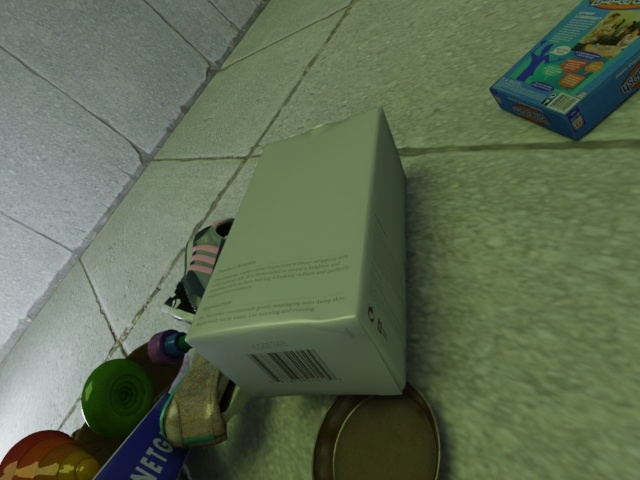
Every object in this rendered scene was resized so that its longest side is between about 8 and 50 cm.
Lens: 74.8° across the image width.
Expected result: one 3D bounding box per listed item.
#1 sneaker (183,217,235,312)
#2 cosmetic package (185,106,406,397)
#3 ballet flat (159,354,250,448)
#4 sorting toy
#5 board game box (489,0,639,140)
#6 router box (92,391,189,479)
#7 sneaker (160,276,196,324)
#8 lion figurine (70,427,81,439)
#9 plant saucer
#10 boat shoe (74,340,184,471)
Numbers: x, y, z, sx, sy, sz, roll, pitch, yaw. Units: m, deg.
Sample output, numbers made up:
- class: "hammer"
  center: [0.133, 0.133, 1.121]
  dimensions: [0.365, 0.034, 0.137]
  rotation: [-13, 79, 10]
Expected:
- class: "sneaker"
  center: [-0.212, 0.052, 0.894]
  dimensions: [0.131, 0.112, 0.319]
  rotation: [-39, 38, 7]
- class: "cosmetic package"
  center: [0.000, 0.000, 0.581]
  dimensions: [0.217, 0.156, 0.385]
  rotation: [-11, 42, 25]
- class: "ballet flat"
  center: [-0.138, 0.187, 0.674]
  dimensions: [0.106, 0.108, 0.316]
  rotation: [-3, 34, 12]
- class: "sorting toy"
  center: [-0.303, 0.257, 0.663]
  dimensions: [0.126, 0.127, 0.365]
  rotation: [-21, 17, 27]
- class: "board game box"
  center: [0.357, -0.244, 0.548]
  dimensions: [0.210, 0.047, 0.160]
  rotation: [-43, 33, 13]
- class: "router box"
  center: [-0.294, 0.392, 0.544]
  dimensions: [0.301, 0.082, 0.335]
  rotation: [-56, 4, -8]
- class: "sneaker"
  center: [-0.281, 0.123, 0.932]
  dimensions: [0.216, 0.079, 0.121]
  rotation: [1, 59, 51]
- class: "lion figurine"
  center: [-0.588, 0.542, 0.832]
  dimensions: [0.392, 0.142, 0.240]
  rotation: [-38, 1, -44]
- class: "plant saucer"
  center: [0.061, 0.233, 0.459]
  dimensions: [0.168, 0.029, 0.169]
  rotation: [-32, 37, 29]
- class: "boat shoe"
  center: [-0.359, 0.304, 0.793]
  dimensions: [0.089, 0.104, 0.285]
  rotation: [-62, 0, 34]
